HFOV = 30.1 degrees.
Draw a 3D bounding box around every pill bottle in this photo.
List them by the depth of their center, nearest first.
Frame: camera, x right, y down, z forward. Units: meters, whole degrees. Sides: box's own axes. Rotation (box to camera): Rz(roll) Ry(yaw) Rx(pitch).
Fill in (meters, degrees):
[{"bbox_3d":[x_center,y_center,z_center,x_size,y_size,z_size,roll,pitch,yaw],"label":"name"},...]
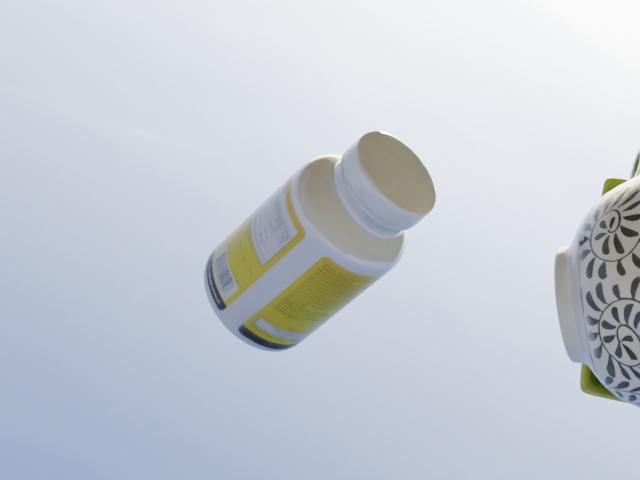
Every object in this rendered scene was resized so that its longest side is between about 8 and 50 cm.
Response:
[{"bbox_3d":[0.000,0.000,0.904,0.103,0.184,0.103,28,-139,-27],"label":"pill bottle"}]

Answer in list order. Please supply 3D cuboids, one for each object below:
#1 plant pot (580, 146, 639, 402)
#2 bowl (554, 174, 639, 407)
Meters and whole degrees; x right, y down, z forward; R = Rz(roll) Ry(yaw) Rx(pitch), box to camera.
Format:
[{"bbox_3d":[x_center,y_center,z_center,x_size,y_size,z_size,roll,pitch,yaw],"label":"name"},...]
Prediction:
[{"bbox_3d":[0.338,0.041,0.964,0.228,0.207,0.227,11,-104,-7],"label":"plant pot"},{"bbox_3d":[0.194,0.037,0.747,0.080,0.170,0.170,-8,-153,21],"label":"bowl"}]
